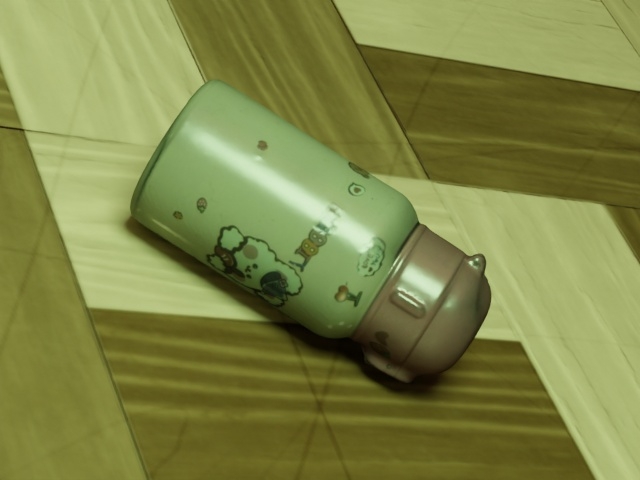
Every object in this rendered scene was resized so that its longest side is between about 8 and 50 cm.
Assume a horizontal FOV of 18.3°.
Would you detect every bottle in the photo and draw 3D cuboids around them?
[{"bbox_3d":[0.000,0.000,1.275,0.233,0.110,0.110,33,34,2],"label":"bottle"}]
